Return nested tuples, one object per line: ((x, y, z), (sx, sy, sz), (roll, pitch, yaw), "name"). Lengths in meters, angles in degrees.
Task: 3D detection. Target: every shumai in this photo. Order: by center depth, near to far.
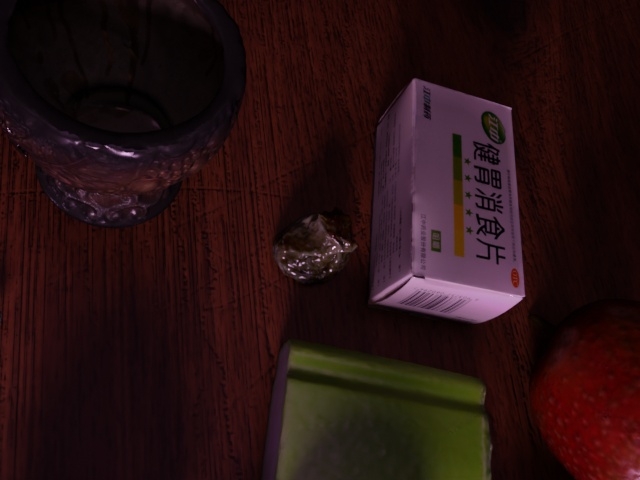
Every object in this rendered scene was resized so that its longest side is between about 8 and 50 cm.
((0.001, 0.001, 0.868), (0.123, 0.087, 0.099), (-37, 86, -28), "shumai")

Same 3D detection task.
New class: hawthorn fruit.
((0.420, 0.208, 0.857), (0.284, 0.285, 0.369), (-21, 38, -27), "hawthorn fruit")

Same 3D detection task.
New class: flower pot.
((-0.240, -0.151, 0.741), (0.266, 0.267, 0.267), (8, 66, -19), "flower pot")

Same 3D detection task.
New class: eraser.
((0.072, 0.250, 0.789), (0.274, 0.092, 0.210), (12, 64, -14), "eraser")

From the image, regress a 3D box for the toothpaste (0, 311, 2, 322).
((-0.487, 0.100, 0.672), (0.268, 0.047, 0.069), (-7, 83, -19), "toothpaste")

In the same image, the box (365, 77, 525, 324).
((0.178, -0.058, 0.928), (0.173, 0.145, 0.333), (13, 64, -17), "box")
